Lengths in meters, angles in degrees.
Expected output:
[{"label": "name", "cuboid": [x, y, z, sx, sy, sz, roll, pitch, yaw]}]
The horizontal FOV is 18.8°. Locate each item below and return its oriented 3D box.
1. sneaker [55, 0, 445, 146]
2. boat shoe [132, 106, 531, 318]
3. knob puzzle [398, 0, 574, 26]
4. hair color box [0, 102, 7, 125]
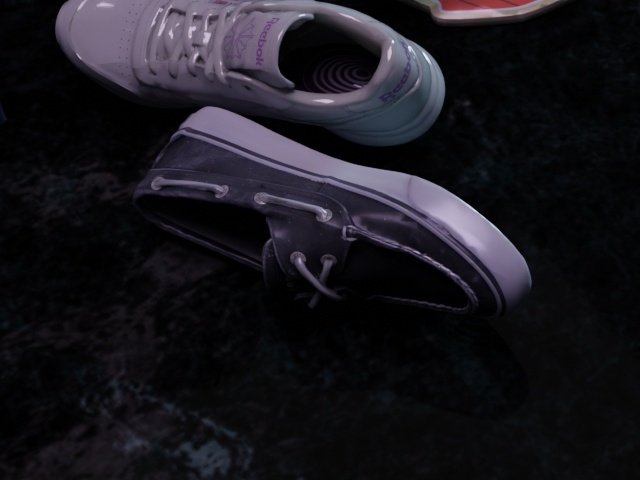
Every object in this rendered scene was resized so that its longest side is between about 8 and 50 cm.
[{"label": "sneaker", "cuboid": [-0.061, -0.153, 1.444, 0.305, 0.152, 0.114, 11, 84, 14]}, {"label": "boat shoe", "cuboid": [0.000, 0.000, 1.357, 0.301, 0.108, 0.102, 25, 58, 25]}, {"label": "knob puzzle", "cuboid": [0.142, -0.248, 1.581, 0.213, 0.030, 0.213, -2, 52, 3]}, {"label": "hair color box", "cuboid": [-0.416, -0.186, 1.539, 0.174, 0.105, 0.347, -33, 57, -18]}]
